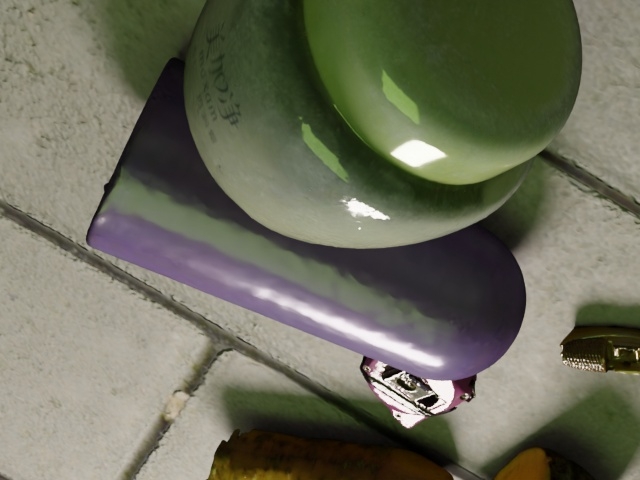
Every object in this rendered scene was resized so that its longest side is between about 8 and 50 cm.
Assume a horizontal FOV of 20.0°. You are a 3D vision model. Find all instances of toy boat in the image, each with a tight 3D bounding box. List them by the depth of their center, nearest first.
[{"bbox_3d":[0.331,0.124,1.951,0.149,0.049,0.047,6,133,20],"label":"toy boat"}]

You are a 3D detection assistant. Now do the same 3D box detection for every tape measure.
[{"bbox_3d":[0.112,0.150,2.059,0.125,0.074,0.118,42,134,-20],"label":"tape measure"}]

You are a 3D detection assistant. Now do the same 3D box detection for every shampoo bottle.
[{"bbox_3d":[0.048,-0.152,1.621,0.322,0.322,0.317,42,145,-17],"label":"shampoo bottle"}]

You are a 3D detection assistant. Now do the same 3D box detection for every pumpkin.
[{"bbox_3d":[0.254,0.325,2.142,0.131,0.126,0.248,31,156,-17],"label":"pumpkin"}]

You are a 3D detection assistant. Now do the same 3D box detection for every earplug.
[{"bbox_3d":[0.000,0.000,1.881,0.456,0.215,0.215,25,137,-4],"label":"earplug"}]

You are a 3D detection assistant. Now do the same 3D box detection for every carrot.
[{"bbox_3d":[0.010,0.293,2.221,0.302,0.114,0.114,9,134,21],"label":"carrot"}]
